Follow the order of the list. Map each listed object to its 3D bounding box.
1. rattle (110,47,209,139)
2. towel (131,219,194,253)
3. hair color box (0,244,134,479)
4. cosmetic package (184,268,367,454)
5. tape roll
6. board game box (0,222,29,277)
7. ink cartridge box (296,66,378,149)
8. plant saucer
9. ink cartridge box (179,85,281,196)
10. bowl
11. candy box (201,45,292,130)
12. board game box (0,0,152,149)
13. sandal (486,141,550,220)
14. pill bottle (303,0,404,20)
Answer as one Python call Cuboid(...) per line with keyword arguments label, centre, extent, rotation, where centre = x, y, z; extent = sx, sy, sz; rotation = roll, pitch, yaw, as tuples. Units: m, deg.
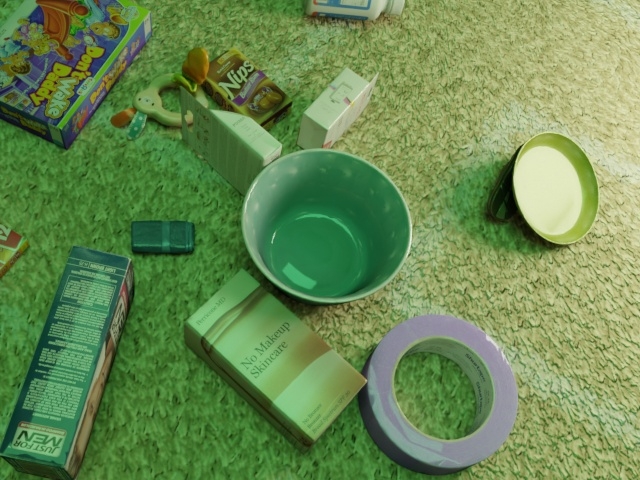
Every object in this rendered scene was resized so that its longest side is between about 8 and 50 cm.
Cuboid(label="rattle", centre=(-0.321, -0.294, 1.504), extent=(0.200, 0.143, 0.130), rotation=(-18, 87, -24))
Cuboid(label="towel", centre=(-0.301, -0.006, 1.425), extent=(0.119, 0.029, 0.067), rotation=(1, 64, -10))
Cuboid(label="hair color box", centre=(-0.404, 0.203, 1.224), extent=(0.105, 0.174, 0.347), rotation=(14, 63, -5))
Cuboid(label="cosmetic package", centre=(-0.082, 0.211, 1.303), extent=(0.296, 0.129, 0.153), rotation=(39, 66, 10))
Cuboid(label="tape roll", centre=(0.210, 0.276, 1.347), extent=(0.275, 0.090, 0.275), rotation=(4, 63, -9))
Cuboid(label="board game box", centre=(-0.679, -0.016, 1.361), extent=(0.259, 0.039, 0.124), rotation=(29, 62, 7))
Cuboid(label="ink cartridge box", centre=(0.037, -0.279, 1.569), extent=(0.067, 0.115, 0.198), rotation=(36, 63, 8))
Cuboid(label="plant saucer", centre=(0.489, -0.108, 1.572), extent=(0.241, 0.037, 0.241), rotation=(5, 80, -28))
Cuboid(label="ink cartridge box", centre=(-0.178, -0.190, 1.451), extent=(0.225, 0.181, 0.056), rotation=(44, 64, 13))
Cuboid(label="bowl", centre=(0.000, 0.000, 1.401), extent=(0.311, 0.163, 0.311), rotation=(4, 64, -9))
Cuboid(label="candy box", centre=(-0.163, -0.316, 1.587), extent=(0.187, 0.053, 0.109), rotation=(44, 66, 13))
Cuboid(label="board game box", centre=(-0.536, -0.381, 1.536), extent=(0.233, 0.078, 0.347), rotation=(24, 63, 2))
Cuboid(label="sandal", centre=(0.417, -0.128, 1.596), extent=(0.090, 0.060, 0.219), rotation=(41, 72, -17))
Cuboid(label="pill bottle", centre=(0.078, -0.572, 1.714), extent=(0.221, 0.124, 0.124), rotation=(3, 64, -10))
